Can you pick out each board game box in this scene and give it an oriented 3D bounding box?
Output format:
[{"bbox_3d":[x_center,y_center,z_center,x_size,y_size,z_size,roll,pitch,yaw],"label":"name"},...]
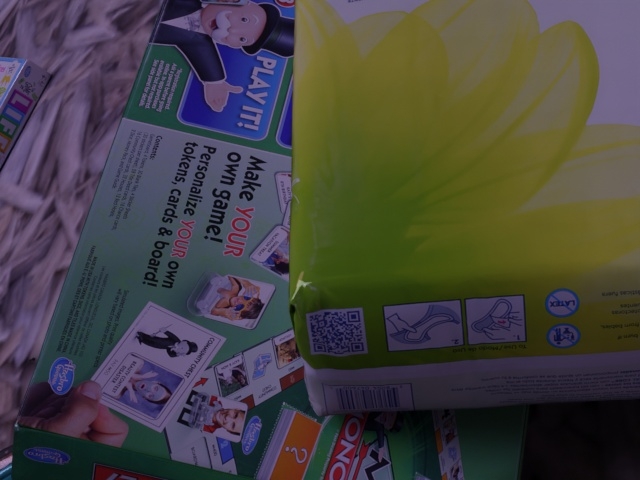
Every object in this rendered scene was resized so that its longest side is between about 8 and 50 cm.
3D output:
[{"bbox_3d":[0.000,0.000,0.918,0.046,0.213,0.317,104,180,-48],"label":"board game box"},{"bbox_3d":[-0.287,-0.102,1.606,0.154,0.026,0.103,13,73,57],"label":"board game box"}]

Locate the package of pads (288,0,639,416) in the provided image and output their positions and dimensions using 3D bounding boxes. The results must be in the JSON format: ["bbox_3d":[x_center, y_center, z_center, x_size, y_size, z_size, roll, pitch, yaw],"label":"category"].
[{"bbox_3d":[0.104,-0.061,0.866,0.229,0.101,0.296,-4,49,5],"label":"package of pads"}]

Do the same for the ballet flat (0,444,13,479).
[{"bbox_3d":[-0.231,0.227,1.181,0.280,0.095,0.096,-57,19,1],"label":"ballet flat"}]
